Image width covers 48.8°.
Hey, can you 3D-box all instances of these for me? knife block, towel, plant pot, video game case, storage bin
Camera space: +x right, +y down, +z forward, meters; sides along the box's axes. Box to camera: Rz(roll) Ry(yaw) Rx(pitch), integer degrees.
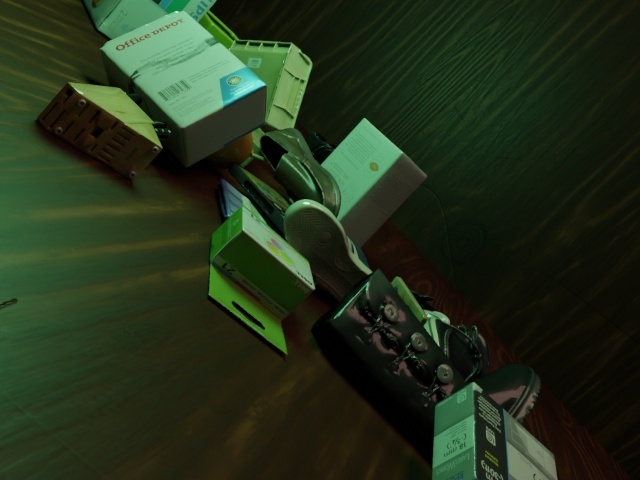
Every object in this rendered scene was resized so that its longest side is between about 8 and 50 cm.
[{"bbox_3d":[-0.397,-0.234,1.313,0.275,0.088,0.242,33,16,-45],"label":"knife block"},{"bbox_3d":[-0.127,-0.015,1.647,0.285,0.034,0.209,39,13,-28],"label":"towel"},{"bbox_3d":[-0.392,-0.641,2.394,0.228,0.207,0.227,34,17,-45],"label":"plant pot"},{"bbox_3d":[-0.252,-0.272,1.727,0.205,0.205,0.188,51,-2,23],"label":"plant pot"},{"bbox_3d":[-0.091,-0.066,1.797,0.248,0.035,0.275,47,7,30],"label":"video game case"},{"bbox_3d":[-0.189,-0.479,2.201,0.262,0.260,0.123,15,-3,36],"label":"storage bin"}]

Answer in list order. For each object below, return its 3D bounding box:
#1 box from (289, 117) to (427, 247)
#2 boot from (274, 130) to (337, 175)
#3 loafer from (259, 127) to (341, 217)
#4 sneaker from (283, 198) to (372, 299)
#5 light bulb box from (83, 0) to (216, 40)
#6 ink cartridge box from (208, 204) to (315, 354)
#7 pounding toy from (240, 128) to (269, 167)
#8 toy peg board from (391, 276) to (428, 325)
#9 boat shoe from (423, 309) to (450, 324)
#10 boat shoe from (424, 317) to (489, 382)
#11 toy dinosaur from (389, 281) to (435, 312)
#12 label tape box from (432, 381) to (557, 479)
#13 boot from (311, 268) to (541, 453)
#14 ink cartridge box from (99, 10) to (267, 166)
[{"bbox_3d":[0.111,-0.157,2.144,0.168,0.345,0.215,34,13,-48],"label":"box"},{"bbox_3d":[-0.001,-0.208,2.302,0.246,0.207,0.094,45,12,-7],"label":"boot"},{"bbox_3d":[-0.070,-0.167,1.926,0.130,0.134,0.366,-2,44,-36],"label":"loafer"},{"bbox_3d":[0.008,0.009,1.648,0.350,0.131,0.148,55,6,-42],"label":"sneaker"},{"bbox_3d":[-0.496,-0.757,2.052,0.225,0.358,0.361,31,18,-45],"label":"light bulb box"},{"bbox_3d":[-0.104,0.067,1.297,0.189,0.097,0.255,42,12,-21],"label":"ink cartridge box"},{"bbox_3d":[-0.218,-0.261,2.032,0.181,0.094,0.206,49,20,-10],"label":"pounding toy"},{"bbox_3d":[0.148,0.184,1.662,0.079,0.161,0.161,20,25,-32],"label":"toy peg board"},{"bbox_3d":[0.286,0.226,2.058,0.184,0.066,0.063,19,6,40],"label":"boat shoe"},{"bbox_3d":[0.349,0.297,1.816,0.500,0.156,0.187,25,67,-69],"label":"boat shoe"},{"bbox_3d":[0.171,0.176,1.887,0.322,0.164,0.218,20,8,-25],"label":"toy dinosaur"},{"bbox_3d":[0.302,0.444,1.195,0.240,0.106,0.334,42,30,-15],"label":"label tape box"},{"bbox_3d":[0.237,0.242,1.508,0.445,0.146,0.367,45,41,4],"label":"boot"},{"bbox_3d":[-0.299,-0.340,1.553,0.307,0.223,0.129,45,-27,23],"label":"ink cartridge box"}]
